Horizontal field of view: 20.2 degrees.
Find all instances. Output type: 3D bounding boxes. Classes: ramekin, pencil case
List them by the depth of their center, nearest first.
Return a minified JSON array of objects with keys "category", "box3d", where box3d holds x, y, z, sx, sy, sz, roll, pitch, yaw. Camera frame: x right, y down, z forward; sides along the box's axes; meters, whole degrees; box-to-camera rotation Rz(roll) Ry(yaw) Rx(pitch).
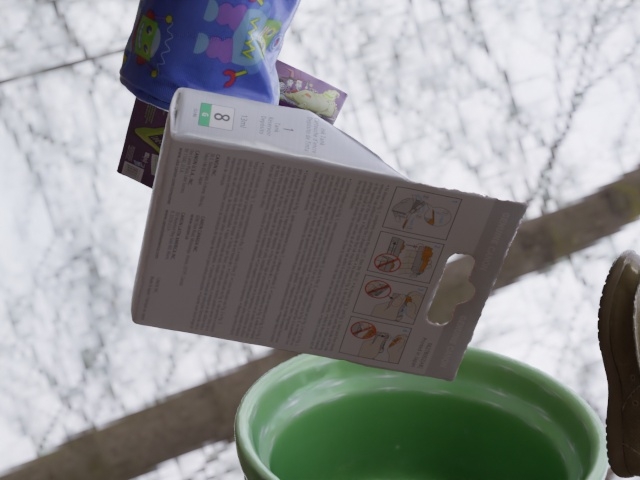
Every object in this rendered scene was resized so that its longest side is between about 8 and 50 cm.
[{"category":"pencil case","box3d":[-0.046,-0.233,1.274,0.119,0.133,0.306,34,-69,47]},{"category":"ramekin","box3d":[0.078,0.216,1.477,0.303,0.303,0.148,41,-46,52]}]

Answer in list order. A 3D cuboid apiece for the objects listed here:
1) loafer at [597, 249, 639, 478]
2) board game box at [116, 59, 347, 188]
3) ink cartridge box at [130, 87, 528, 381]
[{"category":"loafer","box3d":[0.202,0.076,1.103,0.050,0.056,0.148,2,-70,25]},{"category":"board game box","box3d":[-0.106,-0.115,1.971,0.208,0.056,0.347,30,-25,0]},{"category":"ink cartridge box","box3d":[0.000,0.000,1.153,0.181,0.224,0.056,108,-12,-45]}]
